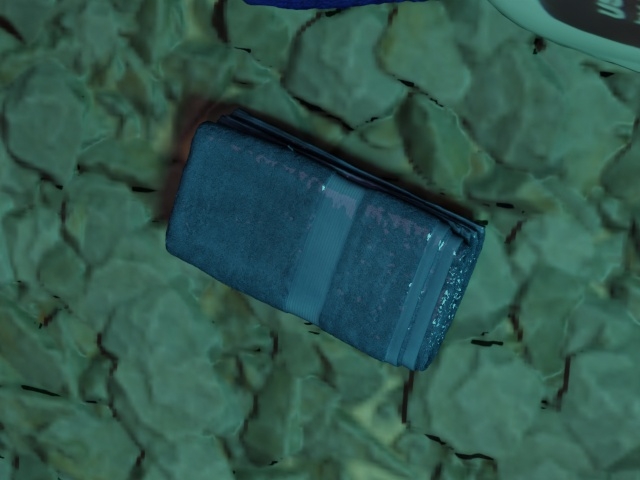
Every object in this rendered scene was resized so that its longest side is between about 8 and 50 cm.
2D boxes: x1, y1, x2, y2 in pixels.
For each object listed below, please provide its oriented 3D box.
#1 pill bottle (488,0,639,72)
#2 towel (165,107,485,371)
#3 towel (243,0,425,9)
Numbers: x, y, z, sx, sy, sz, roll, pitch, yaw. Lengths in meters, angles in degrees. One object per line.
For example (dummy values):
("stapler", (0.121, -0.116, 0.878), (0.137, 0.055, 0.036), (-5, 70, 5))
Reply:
("pill bottle", (0.162, -0.133, 0.434), (0.392, 0.224, 0.224), (19, 110, 22))
("towel", (0.000, 0.000, 0.720), (0.119, 0.029, 0.067), (25, 111, 12))
("towel", (0.106, -0.196, 0.612), (0.308, 0.076, 0.228), (1, 111, 20))
